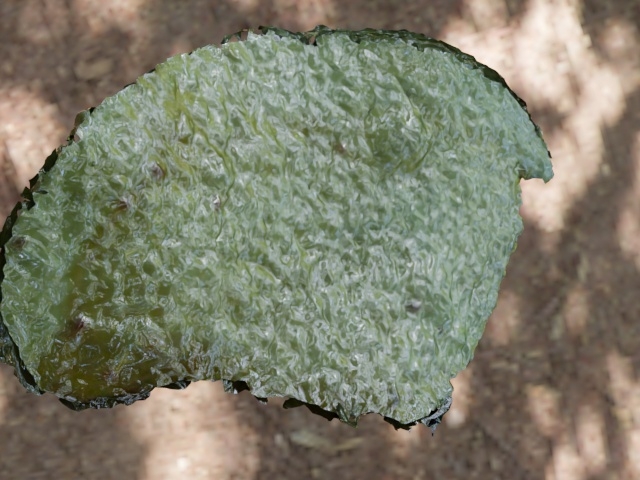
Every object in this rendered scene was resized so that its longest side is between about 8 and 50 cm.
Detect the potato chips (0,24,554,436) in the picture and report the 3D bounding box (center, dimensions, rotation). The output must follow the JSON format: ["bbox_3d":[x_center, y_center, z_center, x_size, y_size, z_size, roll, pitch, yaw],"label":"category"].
[{"bbox_3d":[0.000,0.000,0.507,0.209,0.026,0.142,-36,107,-33],"label":"potato chips"}]
